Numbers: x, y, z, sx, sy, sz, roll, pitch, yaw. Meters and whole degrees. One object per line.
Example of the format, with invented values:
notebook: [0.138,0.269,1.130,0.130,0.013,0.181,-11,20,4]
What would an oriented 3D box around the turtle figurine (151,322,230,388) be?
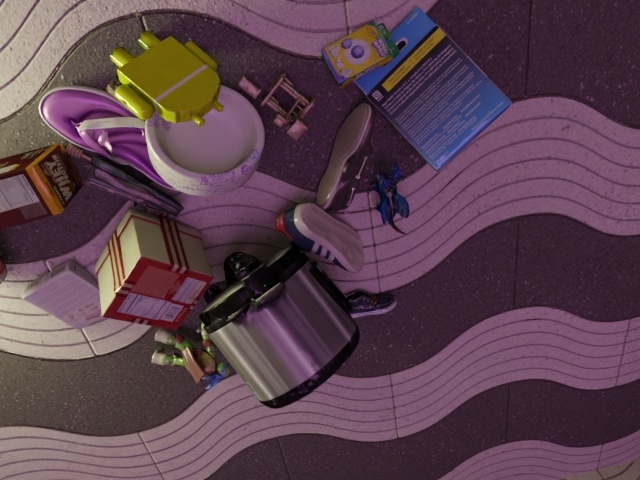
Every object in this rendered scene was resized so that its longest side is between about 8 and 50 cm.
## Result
turtle figurine: [-0.409,0.368,1.598,0.267,0.274,0.197,15,140,5]

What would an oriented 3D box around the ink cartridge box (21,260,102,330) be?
ink cartridge box: [-0.768,0.176,1.472,0.181,0.056,0.224,-29,138,7]

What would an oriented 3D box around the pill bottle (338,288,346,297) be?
pill bottle: [-0.001,0.256,1.593,0.118,0.117,0.208,24,112,-21]

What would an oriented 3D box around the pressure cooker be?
pressure cooker: [-0.136,0.212,1.355,0.370,0.375,0.420,-35,93,30]

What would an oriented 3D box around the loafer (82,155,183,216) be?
loafer: [-0.512,-0.129,1.293,0.268,0.096,0.084,32,91,-28]

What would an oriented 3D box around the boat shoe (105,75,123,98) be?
boat shoe: [-0.469,-0.360,1.207,0.152,0.056,0.049,31,115,-23]

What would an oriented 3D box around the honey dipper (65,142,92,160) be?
honey dipper: [-0.607,-0.214,1.283,0.161,0.030,0.030,26,112,-25]

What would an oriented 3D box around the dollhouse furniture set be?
dollhouse furniture set: [-0.106,-0.369,1.202,0.182,0.161,0.101,34,108,-25]

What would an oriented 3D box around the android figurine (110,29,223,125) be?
android figurine: [-0.355,-0.381,1.122,0.273,0.056,0.248,39,64,4]

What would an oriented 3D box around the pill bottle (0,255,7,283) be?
pill bottle: [-0.989,-0.005,1.246,0.182,0.181,0.322,-9,120,-4]

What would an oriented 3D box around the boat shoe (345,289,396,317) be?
boat shoe: [0.171,0.210,1.625,0.184,0.065,0.083,-14,122,0]

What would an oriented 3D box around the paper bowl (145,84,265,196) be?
paper bowl: [-0.291,-0.245,1.200,0.285,0.284,0.148,7,157,-13]

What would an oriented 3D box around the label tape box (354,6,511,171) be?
label tape box: [0.289,-0.395,1.263,0.249,0.115,0.347,-43,84,15]

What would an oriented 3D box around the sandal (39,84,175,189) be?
sandal: [-0.513,-0.263,1.227,0.416,0.102,0.169,26,112,-21]

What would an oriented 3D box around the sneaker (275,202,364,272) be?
sneaker: [0.000,0.000,1.463,0.148,0.131,0.350,-12,142,37]

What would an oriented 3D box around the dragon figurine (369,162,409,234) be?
dragon figurine: [0.213,-0.106,1.412,0.085,0.144,0.289,-15,120,0]

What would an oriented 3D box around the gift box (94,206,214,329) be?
gift box: [-0.468,0.086,1.349,0.276,0.258,0.255,28,110,-43]

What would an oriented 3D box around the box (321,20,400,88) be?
box: [0.105,-0.483,1.215,0.179,0.043,0.105,-28,85,4]

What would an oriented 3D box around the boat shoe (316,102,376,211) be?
boat shoe: [0.089,-0.230,1.353,0.096,0.112,0.335,5,125,-32]

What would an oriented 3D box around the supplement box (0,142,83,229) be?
supplement box: [-0.754,-0.139,1.204,0.194,0.191,0.129,-15,120,0]
